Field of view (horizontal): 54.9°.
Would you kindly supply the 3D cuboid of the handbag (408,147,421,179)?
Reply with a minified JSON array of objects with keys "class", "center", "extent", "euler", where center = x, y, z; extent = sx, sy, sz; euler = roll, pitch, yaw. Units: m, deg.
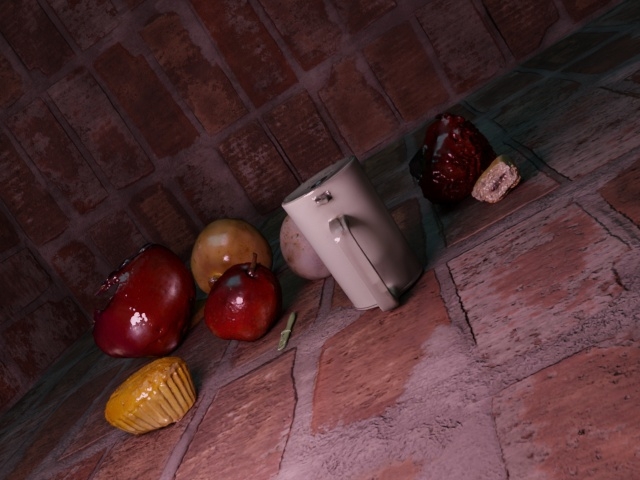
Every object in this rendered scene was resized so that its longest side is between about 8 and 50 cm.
[{"class":"handbag","center":[0.439,-0.310,2.213],"extent":[0.253,0.093,0.308],"euler":[-27,14,35]}]

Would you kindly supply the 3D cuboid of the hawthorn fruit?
[{"class":"hawthorn fruit","center":[-0.201,0.152,1.729],"extent":[0.230,0.210,0.266],"euler":[-27,-35,-57]}]

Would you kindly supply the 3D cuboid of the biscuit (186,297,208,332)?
[{"class":"biscuit","center":[-0.551,0.317,2.417],"extent":[0.277,0.052,0.262],"euler":[-19,19,50]}]

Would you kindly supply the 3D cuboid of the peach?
[{"class":"peach","center":[-0.617,0.211,2.172],"extent":[0.352,0.417,0.339],"euler":[2,-20,-25]}]

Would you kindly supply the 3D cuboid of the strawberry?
[{"class":"strawberry","center":[0.393,-0.231,1.770],"extent":[0.220,0.275,0.274],"euler":[5,17,2]}]

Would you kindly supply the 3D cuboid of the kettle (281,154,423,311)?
[{"class":"kettle","center":[0.087,-0.013,1.416],"extent":[0.205,0.318,0.265],"euler":[-37,14,-20]}]

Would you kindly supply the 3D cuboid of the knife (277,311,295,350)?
[{"class":"knife","center":[-0.089,0.237,1.624],"extent":[0.030,0.014,0.207],"euler":[-29,14,15]}]

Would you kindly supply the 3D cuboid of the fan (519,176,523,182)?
[{"class":"fan","center":[0.504,-0.154,1.635],"extent":[0.056,0.004,0.083],"euler":[-36,12,-1]}]

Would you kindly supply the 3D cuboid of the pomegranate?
[{"class":"pomegranate","center":[-0.326,0.075,2.239],"extent":[0.319,0.319,0.319],"euler":[-32,12,8]}]

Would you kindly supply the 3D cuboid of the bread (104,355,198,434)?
[{"class":"bread","center":[-0.433,0.398,1.581],"extent":[0.239,0.139,0.240],"euler":[-32,12,7]}]

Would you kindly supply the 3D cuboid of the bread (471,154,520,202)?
[{"class":"bread","center":[0.456,-0.155,1.585],"extent":[0.125,0.082,0.106],"euler":[-51,-6,29]}]

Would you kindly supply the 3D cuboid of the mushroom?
[{"class":"mushroom","center":[0.000,0.000,1.893],"extent":[0.243,0.244,0.243],"euler":[-32,12,8]}]
